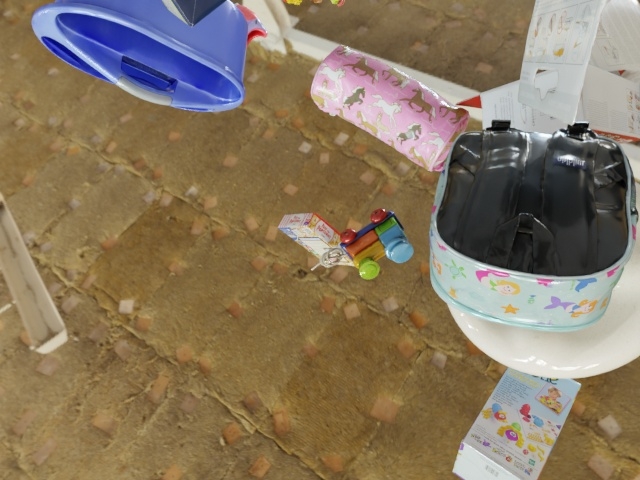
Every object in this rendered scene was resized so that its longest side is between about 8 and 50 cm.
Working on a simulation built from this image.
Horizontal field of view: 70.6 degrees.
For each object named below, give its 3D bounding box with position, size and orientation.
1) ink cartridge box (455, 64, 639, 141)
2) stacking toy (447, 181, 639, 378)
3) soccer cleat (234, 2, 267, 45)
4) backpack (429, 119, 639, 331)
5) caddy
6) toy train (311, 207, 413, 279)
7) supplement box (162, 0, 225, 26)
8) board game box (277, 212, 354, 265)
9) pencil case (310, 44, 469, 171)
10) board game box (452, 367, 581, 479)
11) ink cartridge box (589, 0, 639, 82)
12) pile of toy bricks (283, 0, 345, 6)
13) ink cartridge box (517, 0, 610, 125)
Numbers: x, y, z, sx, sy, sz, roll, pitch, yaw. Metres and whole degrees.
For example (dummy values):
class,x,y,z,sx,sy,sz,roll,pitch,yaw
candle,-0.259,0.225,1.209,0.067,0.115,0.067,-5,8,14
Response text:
class,x,y,z,sx,sy,sz,roll,pitch,yaw
ink cartridge box,0.498,-0.263,0.992,0.310,0.272,0.130,-6,-88,-38
stacking toy,0.475,0.087,0.877,0.351,0.480,0.350,-12,-111,33
soccer cleat,-0.231,-0.425,1.033,0.095,0.083,0.248,43,-90,-5
backpack,0.246,-0.010,0.553,0.225,0.191,0.253,9,-138,20
caddy,-0.284,-0.324,0.766,0.241,0.341,0.179,-1,-101,47
toy train,0.094,0.043,1.058,0.248,0.105,0.143,-34,-151,9
supplement box,-0.147,-0.303,0.516,0.083,0.056,0.083,-40,-127,-5
board game box,0.000,0.000,1.210,0.147,0.193,0.045,2,-121,53
pencil case,0.168,-0.320,1.105,0.386,0.167,0.160,34,-96,16
board game box,0.422,0.404,0.971,0.144,0.142,0.275,27,-131,32
ink cartridge box,0.621,-0.499,1.038,0.385,0.091,0.308,-17,-99,-31
pile of toy bricks,0.025,-0.557,0.965,0.118,0.212,0.105,-33,-85,-45
ink cartridge box,0.177,-0.171,0.281,0.045,0.179,0.145,5,-157,8
